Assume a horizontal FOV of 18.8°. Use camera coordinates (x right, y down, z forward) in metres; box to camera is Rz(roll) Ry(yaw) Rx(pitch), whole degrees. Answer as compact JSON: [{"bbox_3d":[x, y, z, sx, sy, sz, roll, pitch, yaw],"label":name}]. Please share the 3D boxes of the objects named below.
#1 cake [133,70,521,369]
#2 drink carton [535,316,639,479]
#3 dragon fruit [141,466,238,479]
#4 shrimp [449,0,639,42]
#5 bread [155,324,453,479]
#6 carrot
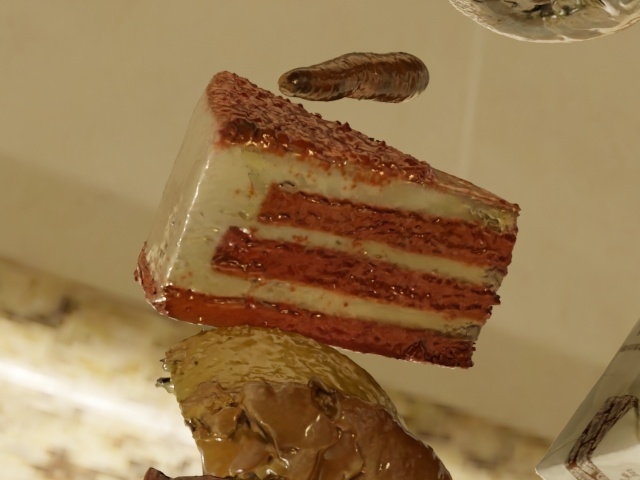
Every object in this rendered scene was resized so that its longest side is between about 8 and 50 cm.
[{"bbox_3d":[0.000,0.000,1.376,0.262,0.159,0.158,22,109,9],"label":"cake"},{"bbox_3d":[0.309,0.081,1.226,0.194,0.324,0.132,43,151,-9],"label":"drink carton"},{"bbox_3d":[-0.044,0.211,1.036,0.092,0.122,0.192,26,140,58],"label":"dragon fruit"},{"bbox_3d":[0.164,-0.181,1.259,0.143,0.052,0.251,1,159,-8],"label":"shrimp"},{"bbox_3d":[0.008,0.162,1.218,0.147,0.160,0.261,-25,117,0],"label":"bread"},{"bbox_3d":[0.022,-0.107,1.268,0.035,0.036,0.165,-20,172,34],"label":"carrot"}]
